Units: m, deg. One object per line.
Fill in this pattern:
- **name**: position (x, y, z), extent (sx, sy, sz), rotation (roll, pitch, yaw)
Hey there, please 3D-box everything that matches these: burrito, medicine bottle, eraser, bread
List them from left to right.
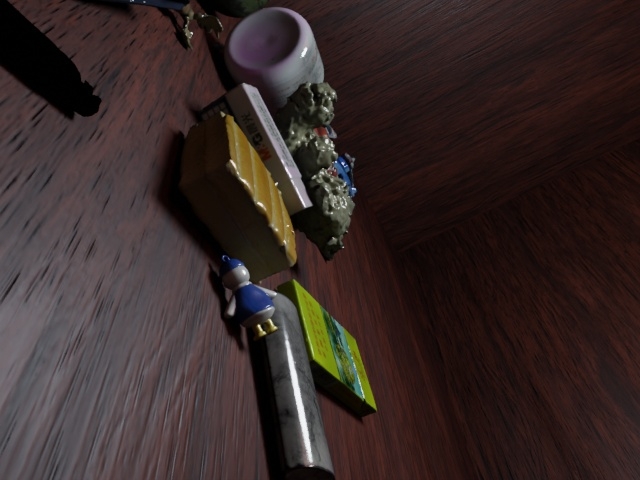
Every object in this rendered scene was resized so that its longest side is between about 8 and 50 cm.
- **burrito**: position (-0.325, -0.214, 0.634), extent (0.188, 0.045, 0.058), rotation (45, 14, -52)
- **bread**: position (-0.142, -0.080, 0.986), extent (0.239, 0.111, 0.246), rotation (59, 9, -35)
- **eraser**: position (-0.135, -0.173, 1.178), extent (0.287, 0.130, 0.086), rotation (64, 12, -1)
- **medicine bottle**: position (-0.114, -0.478, 1.631), extent (0.325, 0.256, 0.256), rotation (57, 11, -64)

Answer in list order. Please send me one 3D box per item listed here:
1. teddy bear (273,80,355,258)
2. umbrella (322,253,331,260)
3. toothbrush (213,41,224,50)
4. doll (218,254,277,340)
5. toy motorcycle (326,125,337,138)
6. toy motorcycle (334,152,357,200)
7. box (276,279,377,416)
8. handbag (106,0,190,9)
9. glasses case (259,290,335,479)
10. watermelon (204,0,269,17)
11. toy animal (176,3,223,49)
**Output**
- **teddy bear**: position (-0.007, -0.137, 1.350), extent (0.367, 0.225, 0.357), rotation (62, -13, 22)
- **umbrella**: position (0.000, 0.000, 1.645), extent (0.133, 0.031, 0.036), rotation (61, -15, -8)
- **toothbrush**: position (-0.264, -0.557, 1.715), extent (0.263, 0.026, 0.022), rotation (0, 70, -77)
- **doll**: position (-0.116, 0.083, 0.857), extent (0.099, 0.057, 0.143), rotation (-23, 76, -41)
- **toy motorcycle**: position (-0.052, -0.404, 1.957), extent (0.307, 0.173, 0.108), rotation (38, 27, -62)
- **toy motorcycle**: position (-0.008, -0.226, 1.869), extent (0.182, 0.241, 0.319), rotation (-51, 131, -32)
- **box**: position (0.020, 0.234, 1.168), extent (0.335, 0.047, 0.187), rotation (51, 16, -49)
- **handbag**: position (-0.344, -0.552, 0.928), extent (0.303, 0.122, 0.329), rotation (62, 30, -5)
- **glasses case**: position (-0.047, 0.219, 0.862), extent (0.114, 0.060, 0.299), rotation (53, 16, -47)
- **watermelon**: position (-0.270, -0.839, 1.693), extent (0.359, 0.279, 0.279), rotation (53, 15, -36)
- **toy animal**: position (-0.328, -0.541, 1.277), extent (0.186, 0.094, 0.214), rotation (59, 19, 2)
